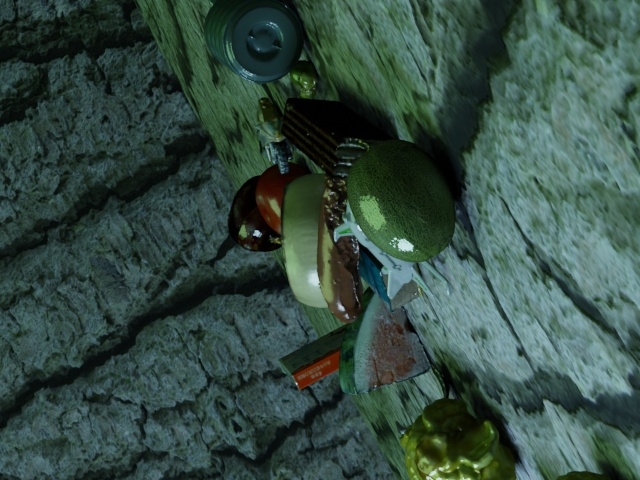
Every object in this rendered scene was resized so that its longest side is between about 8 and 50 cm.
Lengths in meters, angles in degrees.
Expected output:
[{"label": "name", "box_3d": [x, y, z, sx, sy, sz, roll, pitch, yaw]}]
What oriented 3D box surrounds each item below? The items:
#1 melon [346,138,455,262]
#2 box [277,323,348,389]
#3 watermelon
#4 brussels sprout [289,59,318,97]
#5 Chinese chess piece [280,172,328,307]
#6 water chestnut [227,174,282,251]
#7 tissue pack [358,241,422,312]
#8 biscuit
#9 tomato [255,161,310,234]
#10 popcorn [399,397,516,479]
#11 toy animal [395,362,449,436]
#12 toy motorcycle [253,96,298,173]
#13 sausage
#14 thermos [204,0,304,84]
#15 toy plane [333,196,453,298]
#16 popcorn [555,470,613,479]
[{"label": "melon", "box_3d": [0.108, -0.060, 1.098, 0.192, 0.139, 0.139, 59, 170, -1]}, {"label": "box", "box_3d": [0.035, 0.278, 2.036, 0.048, 0.274, 0.265, 64, 171, -5]}, {"label": "watermelon", "box_3d": [0.150, 0.223, 1.771, 0.213, 0.201, 0.261, 132, 152, -81]}, {"label": "brussels sprout", "box_3d": [-0.025, -0.289, 1.449, 0.051, 0.046, 0.083, 51, 176, 33]}, {"label": "Chinese chess piece", "box_3d": [0.000, 0.000, 1.598, 0.270, 0.112, 0.269, -6, -90, -79]}, {"label": "water chestnut", "box_3d": [-0.144, -0.058, 2.199, 0.238, 0.224, 0.223, 40, 162, 25]}, {"label": "tissue pack", "box_3d": [0.115, 0.034, 1.494, 0.169, 0.082, 0.120, 51, 164, 49]}, {"label": "biscuit", "box_3d": [0.029, -0.164, 1.282, 0.252, 0.106, 0.070, -134, 49, -55]}, {"label": "tomato", "box_3d": [-0.076, -0.094, 1.943, 0.195, 0.136, 0.195, 49, 159, 27]}, {"label": "popcorn", "box_3d": [0.258, 0.403, 1.507, 0.235, 0.181, 0.216, 46, 156, 39]}, {"label": "toy animal", "box_3d": [0.240, 0.383, 1.708, 0.197, 0.160, 0.272, -160, 50, -79]}, {"label": "toy motorcycle", "box_3d": [-0.106, -0.257, 1.831, 0.229, 0.094, 0.129, -110, 5, -48]}, {"label": "sausage", "box_3d": [0.038, -0.007, 1.414, 0.079, 0.087, 0.326, -132, 43, -70]}, {"label": "thermos", "box_3d": [-0.132, -0.369, 1.473, 0.182, 0.145, 0.286, 63, 173, -26]}, {"label": "toy plane", "box_3d": [0.105, -0.008, 1.260, 0.251, 0.101, 0.255, 26, 157, 41]}, {"label": "popcorn", "box_3d": [0.358, 0.375, 1.060, 0.162, 0.142, 0.135, 143, 138, -60]}]
